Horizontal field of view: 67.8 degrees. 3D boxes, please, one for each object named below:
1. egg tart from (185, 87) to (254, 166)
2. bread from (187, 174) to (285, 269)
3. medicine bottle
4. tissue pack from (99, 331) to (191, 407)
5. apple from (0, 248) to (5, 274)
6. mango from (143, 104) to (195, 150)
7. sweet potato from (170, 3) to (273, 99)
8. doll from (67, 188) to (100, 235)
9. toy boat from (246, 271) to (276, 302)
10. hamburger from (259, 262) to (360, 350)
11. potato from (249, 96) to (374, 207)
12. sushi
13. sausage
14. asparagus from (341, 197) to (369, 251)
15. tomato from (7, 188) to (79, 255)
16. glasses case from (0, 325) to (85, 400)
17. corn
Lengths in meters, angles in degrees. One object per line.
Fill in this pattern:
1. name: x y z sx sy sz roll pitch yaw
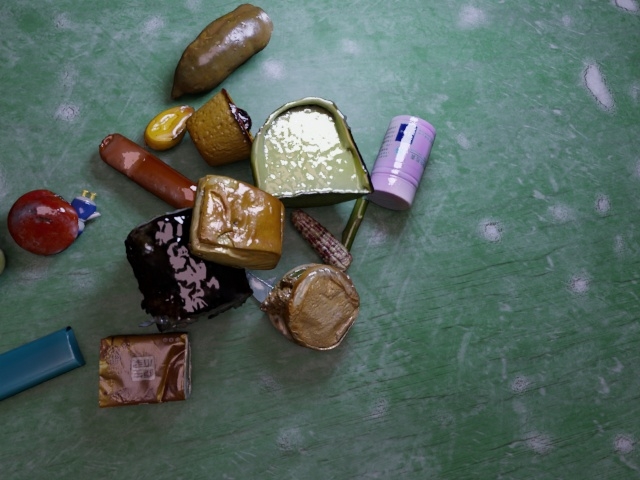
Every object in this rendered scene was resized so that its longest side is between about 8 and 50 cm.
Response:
1. egg tart: -0.273 -0.308 1.363 0.171 0.215 0.215 -28 87 1
2. bread: -0.191 -0.042 1.144 0.235 0.099 0.210 17 64 -32
3. medicine bottle: 0.244 -0.234 1.457 0.152 0.152 0.254 21 78 -6
4. tissue pack: -0.466 0.342 1.281 0.226 0.092 0.183 -2 83 -8
5. apple: -0.961 0.010 1.171 0.257 0.233 0.295 -19 85 -16
6. mango: -0.444 -0.331 1.399 0.101 0.066 0.187 37 72 5
7. sweet potato: -0.307 -0.550 1.411 0.158 0.158 0.370 44 76 -1
8. doll: -0.667 -0.070 1.324 0.098 0.057 0.143 19 81 -16
9. toy boat: -0.161 0.154 1.388 0.149 0.034 0.105 14 77 -8
10. hamburger: -0.022 0.186 1.344 0.286 0.146 0.243 -8 97 -25
11. potato: -0.046 -0.241 1.362 0.330 0.213 0.280 -7 89 -13
12. sushi: -0.342 0.069 1.236 0.281 0.299 0.294 -17 86 -12
13. sausage: -0.470 -0.184 1.355 0.348 0.094 0.097 33 83 3
14. asparagus: 0.102 -0.048 1.464 0.045 0.041 0.178 22 91 24
15. tomato: -0.753 -0.049 1.262 0.189 0.099 0.173 34 91 13
16. glasses case: -0.789 0.337 1.238 0.301 0.070 0.117 -24 86 -11
17. corn: 0.000 0.000 1.422 0.237 0.079 0.079 44 77 2
